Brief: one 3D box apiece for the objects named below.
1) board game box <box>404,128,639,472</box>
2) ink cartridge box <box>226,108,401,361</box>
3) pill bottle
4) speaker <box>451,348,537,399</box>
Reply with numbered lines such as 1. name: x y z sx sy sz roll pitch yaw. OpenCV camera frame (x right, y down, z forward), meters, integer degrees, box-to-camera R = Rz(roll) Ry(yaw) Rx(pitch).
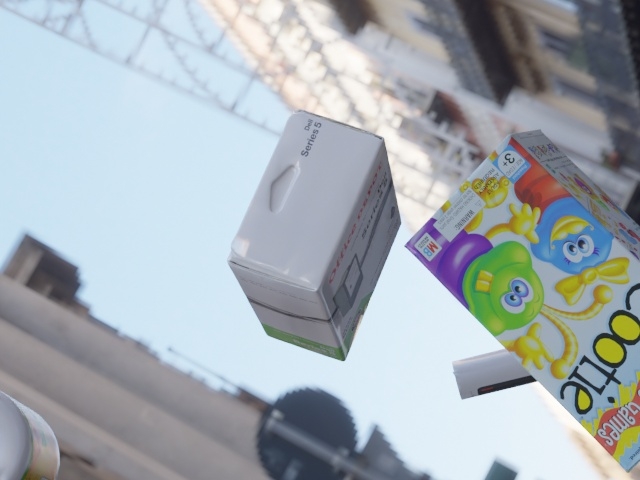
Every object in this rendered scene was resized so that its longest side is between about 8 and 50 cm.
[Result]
1. board game box: 0.233 0.047 1.432 0.142 0.275 0.144 -48 -10 17
2. ink cartridge box: 0.000 0.000 1.864 0.273 0.115 0.198 70 -139 -69
3. pill bottle: -0.365 0.240 1.781 0.136 0.136 0.245 -59 -8 -10
4. speaker: 0.245 0.172 2.150 0.055 0.136 0.055 -14 -90 -85
